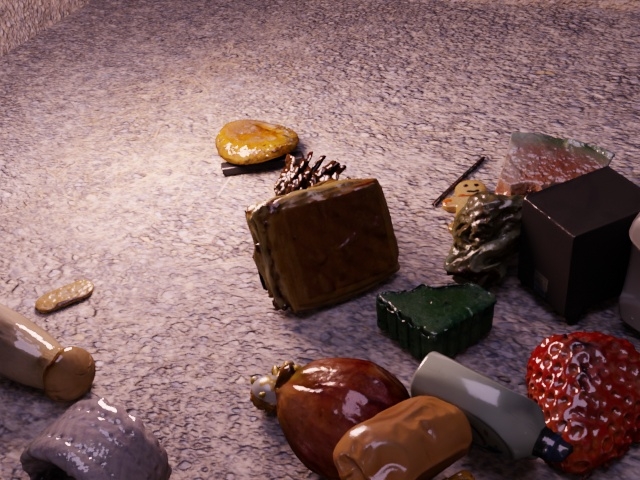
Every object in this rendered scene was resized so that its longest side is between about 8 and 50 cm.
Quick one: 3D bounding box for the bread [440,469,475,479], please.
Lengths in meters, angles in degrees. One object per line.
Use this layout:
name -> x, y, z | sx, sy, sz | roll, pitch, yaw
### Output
bread -> 0.103, 0.494, 1.211 | 0.381, 0.185, 0.109 | -22, 33, -18

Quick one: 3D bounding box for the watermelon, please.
watermelon -> 0.589, -0.174, 2.024 | 0.264, 0.151, 0.302 | 16, 41, 18

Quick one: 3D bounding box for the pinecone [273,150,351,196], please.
pinecone -> -0.014, -0.114, 2.030 | 0.202, 0.202, 0.228 | -10, 52, -4

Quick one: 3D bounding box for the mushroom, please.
mushroom -> -0.668, 0.224, 1.730 | 0.408, 0.154, 0.137 | 14, -1, 23

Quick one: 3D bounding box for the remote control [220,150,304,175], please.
remote control -> -0.170, -0.228, 2.348 | 0.245, 0.025, 0.063 | -10, 32, -4

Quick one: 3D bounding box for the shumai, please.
shumai -> 0.390, 0.009, 1.818 | 0.189, 0.256, 0.218 | 16, 74, 5

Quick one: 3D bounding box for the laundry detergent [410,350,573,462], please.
laundry detergent -> 0.304, 0.313, 1.398 | 0.281, 0.214, 0.105 | 24, 68, 29

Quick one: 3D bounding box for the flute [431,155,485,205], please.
flute -> 0.378, -0.163, 2.179 | 0.014, 0.014, 0.269 | 22, 45, 33

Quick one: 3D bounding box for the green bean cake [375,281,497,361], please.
green bean cake -> 0.247, 0.155, 1.702 | 0.208, 0.107, 0.193 | -27, 38, -26

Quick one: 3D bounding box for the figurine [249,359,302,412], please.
figurine -> -0.082, 0.292, 1.613 | 0.143, 0.068, 0.101 | -14, 41, -37

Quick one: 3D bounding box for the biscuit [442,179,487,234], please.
biscuit -> 0.391, -0.087, 2.064 | 0.153, 0.030, 0.234 | 2, 38, 9

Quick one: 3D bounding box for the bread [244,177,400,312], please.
bread -> 0.000, 0.000, 1.850 | 0.325, 0.277, 0.167 | -19, 15, -16

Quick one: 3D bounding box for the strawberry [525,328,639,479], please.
strawberry -> 0.482, 0.268, 1.479 | 0.280, 0.150, 0.253 | -26, 40, -26

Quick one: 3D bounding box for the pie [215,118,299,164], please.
pie -> -0.186, -0.300, 2.388 | 0.274, 0.069, 0.273 | 0, 33, 0

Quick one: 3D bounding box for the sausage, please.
sausage -> 0.135, 0.325, 1.265 | 0.241, 0.120, 0.136 | -14, 52, -36

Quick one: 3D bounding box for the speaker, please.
speaker -> 0.570, 0.009, 1.719 | 0.232, 0.253, 0.184 | -20, 39, -16

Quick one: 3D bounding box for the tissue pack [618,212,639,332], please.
tissue pack -> 0.742, 0.049, 1.568 | 0.236, 0.333, 0.229 | -28, 43, -21

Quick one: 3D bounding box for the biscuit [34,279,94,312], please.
biscuit -> -0.621, 0.135, 1.945 | 0.147, 0.018, 0.071 | -25, 38, -20

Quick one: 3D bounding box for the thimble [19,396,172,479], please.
thimble -> -0.393, 0.397, 1.405 | 0.246, 0.217, 0.157 | 0, 30, 37

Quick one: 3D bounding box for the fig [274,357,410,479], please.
fig -> 0.043, 0.315, 1.444 | 0.263, 0.223, 0.224 | 9, 38, 40
